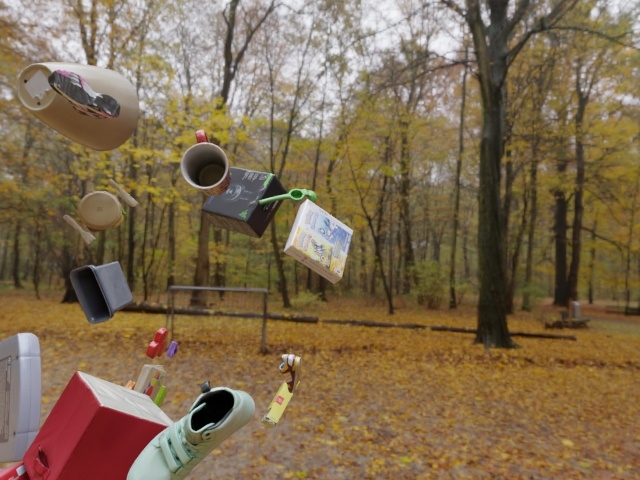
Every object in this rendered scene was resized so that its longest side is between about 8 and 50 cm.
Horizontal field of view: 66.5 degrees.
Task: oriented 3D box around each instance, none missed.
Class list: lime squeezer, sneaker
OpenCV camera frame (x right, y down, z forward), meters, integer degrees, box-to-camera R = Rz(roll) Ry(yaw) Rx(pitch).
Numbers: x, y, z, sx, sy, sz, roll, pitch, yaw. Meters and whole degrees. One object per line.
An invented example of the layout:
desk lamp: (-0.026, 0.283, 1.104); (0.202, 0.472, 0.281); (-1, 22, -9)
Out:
lime squeezer: (-0.085, -0.152, 1.823); (0.110, 0.059, 0.310); (-31, -26, 35)
sneaker: (-0.586, -0.341, 1.193); (0.077, 0.072, 0.178); (-11, -24, 26)
sneaker: (-0.238, 0.335, 0.830); (0.256, 0.094, 0.151); (-37, -24, -13)
sneaker: (-0.125, 0.531, 1.961); (0.084, 0.185, 0.069); (14, 27, 8)

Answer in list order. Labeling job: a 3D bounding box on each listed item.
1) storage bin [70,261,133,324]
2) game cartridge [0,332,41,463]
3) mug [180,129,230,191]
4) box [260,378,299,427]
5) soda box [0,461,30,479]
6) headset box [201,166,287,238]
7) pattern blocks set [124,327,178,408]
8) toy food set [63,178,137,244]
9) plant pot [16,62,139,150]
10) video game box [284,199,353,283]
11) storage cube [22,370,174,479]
storage bin: (-0.513, 0.117, 1.155); (0.098, 0.135, 0.091); (-17, 6, 27)
game cartridge: (-0.748, 0.385, 1.196); (0.196, 0.294, 0.060); (-23, -22, 40)
mug: (-0.278, -0.190, 1.251); (0.113, 0.150, 0.169); (17, -5, -3)
box: (-0.184, 0.739, 2.243); (0.058, 0.232, 0.087); (36, -34, -3)
soda box: (-0.623, 0.490, 0.847); (0.092, 0.083, 0.263); (-20, -2, 5)
headset box: (-0.310, -0.161, 2.048); (0.283, 0.246, 0.131); (15, -25, 33)
pattern blocks set: (-0.467, 0.411, 1.285); (0.026, 0.325, 0.285); (19, -29, 8)
toy food set: (-0.675, -0.087, 1.502); (0.132, 0.192, 0.038); (45, -24, -3)
plant pot: (-0.717, -0.408, 1.414); (0.256, 0.257, 0.274); (2, 2, 13)
video game box: (0.000, 0.000, 1.472); (0.187, 0.205, 0.048); (32, -44, -16)
storage cube: (-0.434, 0.407, 0.976); (0.215, 0.193, 0.183); (37, -15, -38)
